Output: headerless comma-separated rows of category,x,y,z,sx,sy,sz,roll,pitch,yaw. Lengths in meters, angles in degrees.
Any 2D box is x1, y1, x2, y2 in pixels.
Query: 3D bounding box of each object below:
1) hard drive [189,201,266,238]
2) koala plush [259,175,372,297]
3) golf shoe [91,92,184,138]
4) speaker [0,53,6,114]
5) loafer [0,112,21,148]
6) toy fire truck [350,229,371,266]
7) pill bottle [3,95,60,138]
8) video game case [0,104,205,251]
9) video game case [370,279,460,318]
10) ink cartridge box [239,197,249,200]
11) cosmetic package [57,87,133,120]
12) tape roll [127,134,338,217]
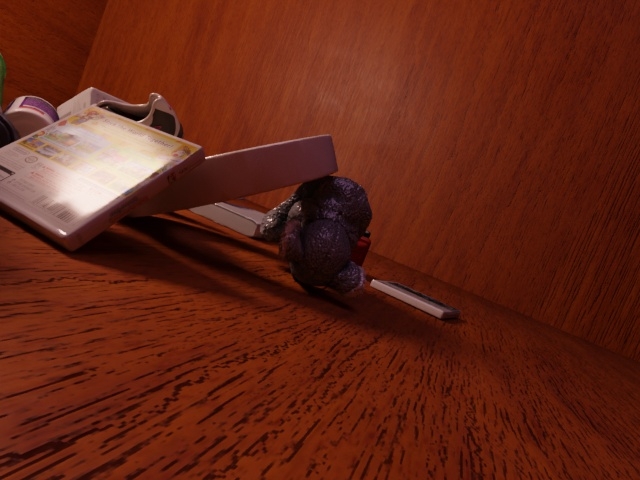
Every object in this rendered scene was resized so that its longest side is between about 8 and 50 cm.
hard drive,-0.203,-0.058,1.340,0.233,0.047,0.353,23,5,19
koala plush,0.000,0.000,0.820,0.196,0.203,0.221,38,24,-13
golf shoe,-0.368,-0.172,0.756,0.120,0.273,0.105,91,-21,-56
speaker,-0.693,-0.304,0.904,0.131,0.131,0.296,18,28,-42
loafer,-0.620,-0.201,0.718,0.303,0.109,0.095,18,1,-13
toy fire truck,0.020,-0.002,1.207,0.217,0.158,0.246,23,16,5
pill bottle,-0.639,-0.257,1.019,0.108,0.108,0.193,19,18,-32
video game case,-0.299,-0.094,0.583,0.227,0.026,0.206,23,49,24
video game case,0.239,0.146,1.150,0.190,0.022,0.173,23,5,30
ink cartridge box,-0.402,-0.182,1.456,0.304,0.072,0.307,10,7,4
cosmetic package,-0.527,-0.253,1.142,0.151,0.151,0.184,-12,-14,32
tape roll,-0.162,-0.121,0.843,0.392,0.072,0.392,-12,12,2
